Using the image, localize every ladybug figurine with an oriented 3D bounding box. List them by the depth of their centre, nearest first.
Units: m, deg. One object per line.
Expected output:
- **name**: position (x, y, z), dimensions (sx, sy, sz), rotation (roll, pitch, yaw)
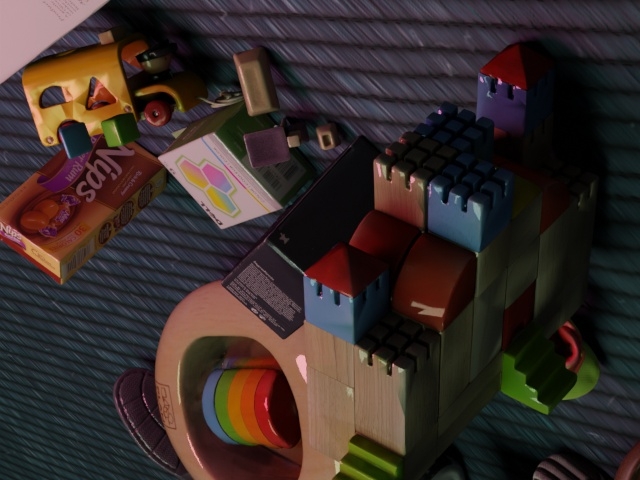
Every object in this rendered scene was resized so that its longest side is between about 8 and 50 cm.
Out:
- **ladybug figurine**: position (-0.037, 0.181, 2.032), dimensions (0.449, 0.162, 0.305), rotation (2, 104, 55)

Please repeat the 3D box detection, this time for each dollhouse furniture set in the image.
- **dollhouse furniture set**: position (-0.035, -0.144, 1.765), dimensions (0.081, 0.091, 0.114), rotation (-77, -27, -74)

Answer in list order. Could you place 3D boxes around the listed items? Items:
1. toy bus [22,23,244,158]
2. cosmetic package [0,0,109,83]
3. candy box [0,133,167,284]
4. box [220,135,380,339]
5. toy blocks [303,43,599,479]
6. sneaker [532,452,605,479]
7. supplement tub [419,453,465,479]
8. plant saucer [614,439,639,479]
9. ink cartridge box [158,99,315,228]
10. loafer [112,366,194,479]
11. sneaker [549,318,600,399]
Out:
- **toy bus**: position (-0.204, -0.166, 1.819), dimensions (0.191, 0.202, 0.104), rotation (9, 119, 62)
- **cosmetic package**: position (-0.283, -0.296, 1.711), dimensions (0.197, 0.155, 0.365), rotation (50, 154, -13)
- **candy box**: position (-0.277, -0.047, 2.046), dimensions (0.109, 0.186, 0.053), rotation (35, 151, 17)
- **box**: position (0.000, 0.000, 1.764), dimensions (0.093, 0.156, 0.158), rotation (43, 154, -2)
- **toy blocks**: position (0.110, 0.013, 1.433), dimensions (0.191, 0.381, 0.261), rotation (25, 138, 28)
- **sneaker**: position (0.324, 0.331, 1.920), dimensions (0.229, 0.086, 0.132), rotation (44, 161, 22)
- **supplement tub**: position (0.071, 0.283, 2.147), dimensions (0.190, 0.117, 0.117), rotation (24, 149, 34)
- **plant saucer**: position (0.349, 0.244, 1.638), dimensions (0.168, 0.168, 0.029), rotation (28, 177, 27)
- **ink cartridge box**: position (-0.104, -0.077, 1.901), dimensions (0.109, 0.062, 0.209), rotation (49, 154, -14)
- **loafer**: position (-0.190, 0.307, 2.571), dimensions (0.302, 0.109, 0.095), rotation (42, 159, -5)
- **sneaker**: position (0.212, 0.105, 1.654), dimensions (0.094, 0.081, 0.208), rotation (23, 173, 45)
